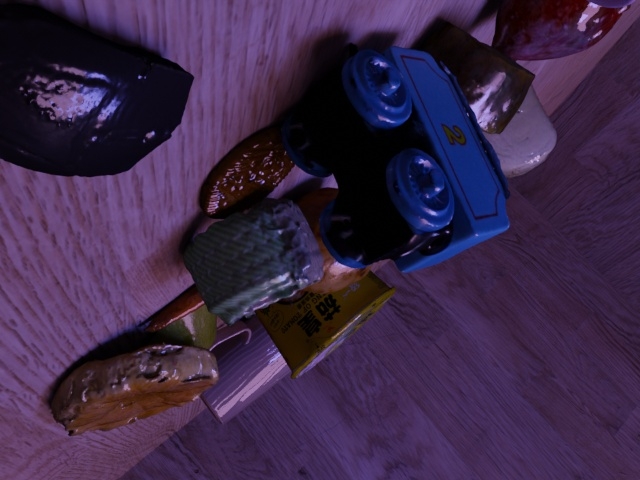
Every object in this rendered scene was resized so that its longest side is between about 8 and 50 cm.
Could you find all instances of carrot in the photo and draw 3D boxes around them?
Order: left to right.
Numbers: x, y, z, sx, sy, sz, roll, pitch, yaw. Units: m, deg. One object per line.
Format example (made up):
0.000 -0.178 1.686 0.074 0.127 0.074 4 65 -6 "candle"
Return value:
-0.242 0.115 1.071 0.224 0.057 0.057 -34 166 -21 "carrot"

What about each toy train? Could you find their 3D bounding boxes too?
0.108 -0.116 0.768 0.264 0.301 0.188 -11 164 -43 "toy train"

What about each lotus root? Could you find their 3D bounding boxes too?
0.265 -0.267 0.933 0.234 0.138 0.119 12 123 -38 "lotus root"

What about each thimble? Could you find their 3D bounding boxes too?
-0.100 0.033 0.897 0.218 0.150 0.219 -27 174 -3 "thimble"

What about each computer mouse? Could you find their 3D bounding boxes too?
-0.181 -0.104 0.428 0.122 0.073 0.217 -46 169 17 "computer mouse"

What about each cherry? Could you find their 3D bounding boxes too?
0.408 -0.408 0.961 0.249 0.175 0.192 -35 162 26 "cherry"

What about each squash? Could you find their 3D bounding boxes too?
-0.274 0.200 1.177 0.191 0.085 0.184 -32 166 -42 "squash"

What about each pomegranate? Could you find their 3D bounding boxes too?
0.000 0.000 1.092 0.215 0.215 0.215 -39 168 -10 "pomegranate"

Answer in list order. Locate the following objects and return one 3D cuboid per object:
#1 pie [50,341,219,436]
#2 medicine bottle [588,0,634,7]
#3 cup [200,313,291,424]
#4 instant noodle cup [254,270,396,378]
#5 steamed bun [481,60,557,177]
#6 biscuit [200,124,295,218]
-0.358 0.296 1.089 0.339 0.083 0.339 -20 156 -10 "pie"
0.451 -0.494 0.700 0.325 0.212 0.212 -44 168 11 "medicine bottle"
-0.232 0.362 1.587 0.273 0.208 0.288 -36 168 -20 "cup"
-0.020 0.129 1.311 0.325 0.254 0.325 -39 168 -10 "instant noodle cup"
0.462 -0.282 1.492 0.272 0.274 0.290 -28 167 13 "steamed bun"
-0.098 -0.097 0.822 0.187 0.027 0.188 -40 168 -11 "biscuit"
